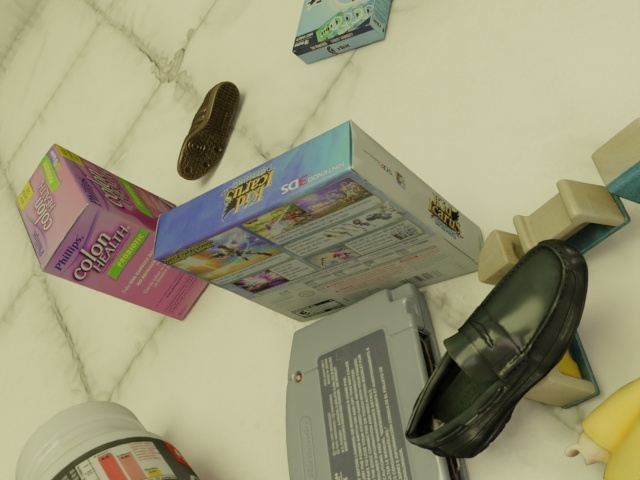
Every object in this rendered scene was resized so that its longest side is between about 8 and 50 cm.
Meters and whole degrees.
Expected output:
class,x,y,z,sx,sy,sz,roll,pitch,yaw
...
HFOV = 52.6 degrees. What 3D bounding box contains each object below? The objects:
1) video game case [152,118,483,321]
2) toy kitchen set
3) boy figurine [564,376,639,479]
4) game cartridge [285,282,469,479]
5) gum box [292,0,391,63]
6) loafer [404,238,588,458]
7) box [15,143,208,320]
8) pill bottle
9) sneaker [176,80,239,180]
class,x,y,z,sx,sy,sz,roll,pitch,yaw
video game case,0.000,0.000,0.707,0.269,0.244,0.061,-21,56,34
toy kitchen set,0.264,0.033,0.569,0.207,0.122,0.166,-47,42,43
boy figurine,0.269,0.167,0.460,0.177,0.092,0.285,31,104,46
game cartridge,0.050,0.211,0.694,0.196,0.060,0.294,-26,53,27
gum box,0.042,-0.381,1.012,0.157,0.041,0.184,-5,65,41
loafer,0.144,0.097,0.546,0.223,0.078,0.076,-65,32,22
box,-0.312,-0.011,1.002,0.117,0.243,0.213,-54,43,8
pill bottle,-0.220,0.354,0.753,0.363,0.210,0.210,31,92,46
sneaker,-0.198,-0.187,1.130,0.071,0.066,0.188,5,67,61
